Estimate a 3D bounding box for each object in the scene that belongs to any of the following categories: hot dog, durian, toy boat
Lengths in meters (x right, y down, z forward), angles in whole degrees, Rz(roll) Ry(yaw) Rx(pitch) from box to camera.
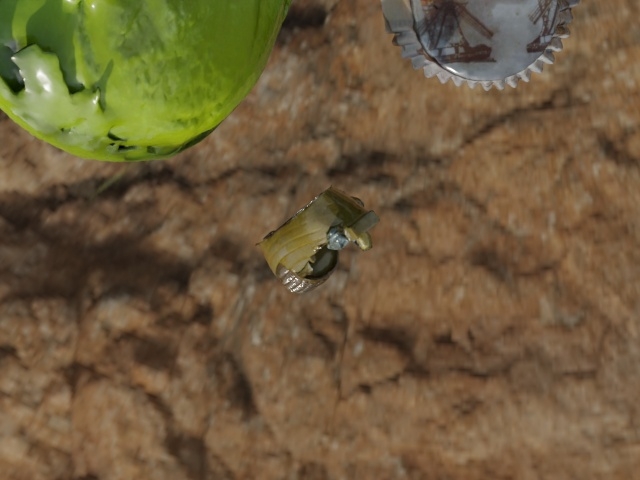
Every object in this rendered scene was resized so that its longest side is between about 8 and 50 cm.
[{"bbox_3d":[0.101,-0.227,1.088,0.144,0.075,0.268,-3,100,1],"label":"hot dog"},{"bbox_3d":[-0.104,-0.113,0.922,0.101,0.250,0.139,20,118,34],"label":"durian"},{"bbox_3d":[0.000,0.000,1.100,0.047,0.149,0.049,-38,91,-24],"label":"toy boat"}]
